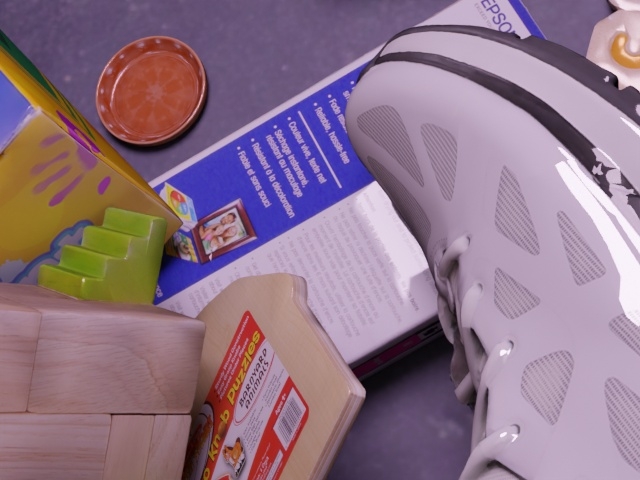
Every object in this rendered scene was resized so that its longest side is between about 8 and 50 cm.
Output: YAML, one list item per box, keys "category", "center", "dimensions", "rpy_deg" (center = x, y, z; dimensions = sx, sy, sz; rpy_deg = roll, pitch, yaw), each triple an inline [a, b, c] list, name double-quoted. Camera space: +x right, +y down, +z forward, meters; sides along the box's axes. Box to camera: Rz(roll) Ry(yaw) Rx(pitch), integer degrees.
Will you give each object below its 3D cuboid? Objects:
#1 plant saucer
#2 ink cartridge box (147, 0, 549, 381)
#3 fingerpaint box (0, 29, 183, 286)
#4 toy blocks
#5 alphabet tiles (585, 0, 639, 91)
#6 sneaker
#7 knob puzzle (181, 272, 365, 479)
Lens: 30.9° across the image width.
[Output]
- category: "plant saucer"
  center: [-0.120, -0.106, 0.830]
  dimensions: [0.084, 0.013, 0.083]
  rpy_deg: [-4, 74, 13]
- category: "ink cartridge box"
  center: [0.000, 0.000, 0.739]
  dimensions: [0.371, 0.069, 0.175]
  rpy_deg: [-31, 68, 7]
- category: "fingerpaint box"
  center: [-0.371, 0.016, 0.748]
  dimensions: [0.445, 0.163, 0.371]
  rpy_deg: [-47, 57, 0]
- category: "toy blocks"
  center: [-0.207, 0.162, 0.542]
  dimensions: [0.191, 0.261, 0.381]
  rpy_deg: [13, 93, 47]
- category: "alphabet tiles"
  center: [0.318, -0.145, 0.720]
  dimensions: [0.278, 0.021, 0.284]
  rpy_deg: [13, 78, 18]
- category: "sneaker"
  center: [0.084, 0.082, 0.514]
  dimensions: [0.257, 0.169, 0.447]
  rpy_deg: [-36, 51, -8]
- category: "knob puzzle"
  center: [-0.042, 0.105, 0.627]
  dimensions: [0.213, 0.030, 0.213]
  rpy_deg: [-36, 46, 50]
